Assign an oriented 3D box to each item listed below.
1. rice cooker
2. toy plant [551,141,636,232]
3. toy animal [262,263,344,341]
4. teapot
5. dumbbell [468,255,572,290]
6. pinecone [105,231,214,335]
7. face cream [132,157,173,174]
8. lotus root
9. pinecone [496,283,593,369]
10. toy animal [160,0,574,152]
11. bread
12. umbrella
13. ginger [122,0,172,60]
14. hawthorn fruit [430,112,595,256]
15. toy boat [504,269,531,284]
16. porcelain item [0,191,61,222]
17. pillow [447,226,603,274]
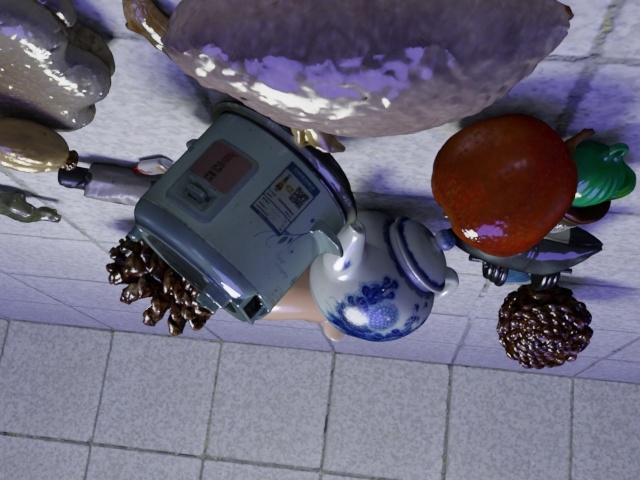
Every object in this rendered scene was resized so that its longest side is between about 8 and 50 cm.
[{"bbox_3d":[-0.100,-0.049,1.106,0.317,0.316,0.264,2,152,16],"label":"rice cooker"},{"bbox_3d":[0.387,-0.081,1.120,0.143,0.105,0.200,6,154,-25],"label":"toy plant"},{"bbox_3d":[-0.065,0.106,1.775,0.256,0.195,0.213,-1,-155,-10],"label":"toy animal"},{"bbox_3d":[0.132,0.053,1.448,0.280,0.252,0.424,-30,148,25],"label":"teapot"},{"bbox_3d":[0.401,0.048,1.545,0.209,0.099,0.099,7,164,-2],"label":"dumbbell"},{"bbox_3d":[-0.348,0.085,1.750,0.309,0.244,0.244,16,169,25],"label":"pinecone"},{"bbox_3d":[-0.300,-0.130,1.368,0.083,0.021,0.040,-4,159,35],"label":"face cream"},{"bbox_3d":[-0.387,-0.124,0.997,0.073,0.062,0.150,-22,154,38],"label":"lotus root"},{"bbox_3d":[0.521,0.191,1.824,0.221,0.221,0.221,6,164,2],"label":"pinecone"},{"bbox_3d":[0.048,-0.191,0.728,0.358,0.188,0.226,3,174,10],"label":"toy animal"},{"bbox_3d":[-0.364,-0.216,0.976,0.183,0.102,0.337,11,161,-27],"label":"bread"},{"bbox_3d":[-0.309,-0.091,1.418,0.337,0.067,0.073,9,-154,-9],"label":"umbrella"},{"bbox_3d":[-0.183,-0.245,0.903,0.057,0.044,0.137,32,178,42],"label":"ginger"},{"bbox_3d":[0.265,-0.087,1.039,0.225,0.196,0.196,-32,146,24],"label":"hawthorn fruit"},{"bbox_3d":[0.448,0.095,1.797,0.105,0.034,0.149,-1,161,32],"label":"toy boat"},{"bbox_3d":[-0.656,-0.073,1.623,0.216,0.069,0.081,13,151,-16],"label":"porcelain item"},{"bbox_3d":[0.358,0.002,1.398,0.250,0.106,0.186,11,172,1],"label":"pillow"}]
